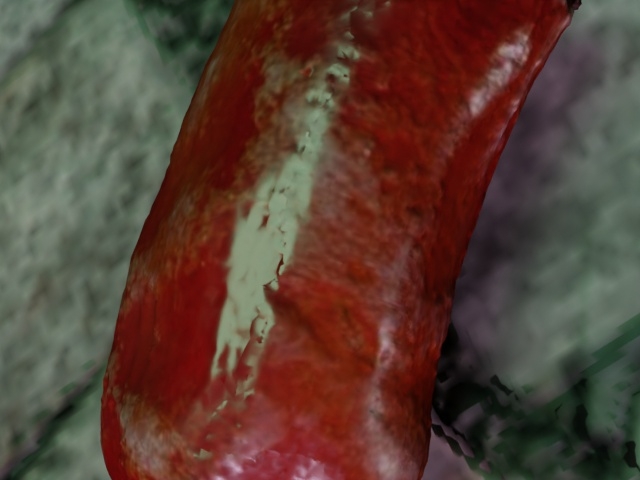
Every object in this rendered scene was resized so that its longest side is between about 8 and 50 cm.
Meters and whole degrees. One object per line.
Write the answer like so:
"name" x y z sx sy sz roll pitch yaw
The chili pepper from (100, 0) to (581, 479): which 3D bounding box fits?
"chili pepper" 0.000 0.000 0.339 0.073 0.070 0.123 15 83 18
